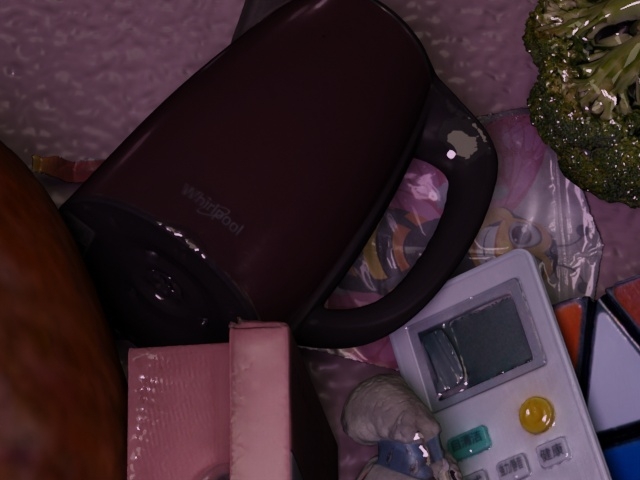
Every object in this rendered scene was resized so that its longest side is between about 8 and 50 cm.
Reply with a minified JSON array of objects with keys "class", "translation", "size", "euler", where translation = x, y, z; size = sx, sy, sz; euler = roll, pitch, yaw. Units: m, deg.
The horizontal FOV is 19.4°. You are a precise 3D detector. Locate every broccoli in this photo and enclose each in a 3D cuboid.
[{"class":"broccoli","translation":[0.193,-0.092,1.163],"size":[0.146,0.138,0.162],"euler":[-6,45,-49]}]

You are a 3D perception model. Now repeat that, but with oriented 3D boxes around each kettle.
[{"class":"kettle","translation":[-0.010,-0.034,1.090],"size":[0.202,0.144,0.232],"euler":[36,61,5]}]

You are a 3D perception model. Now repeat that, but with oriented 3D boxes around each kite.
[{"class":"kite","translation":[0.000,0.002,1.164],"size":[0.360,0.022,0.204],"euler":[3,66,-7]}]

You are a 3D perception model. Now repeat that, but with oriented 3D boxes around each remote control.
[{"class":"remote control","translation":[0.125,0.155,1.072],"size":[0.103,0.051,0.293],"euler":[-26,70,23]}]

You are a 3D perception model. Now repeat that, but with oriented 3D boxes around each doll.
[{"class":"doll","translation":[0.053,0.173,1.041],"size":[0.071,0.103,0.214],"euler":[4,70,-26]}]

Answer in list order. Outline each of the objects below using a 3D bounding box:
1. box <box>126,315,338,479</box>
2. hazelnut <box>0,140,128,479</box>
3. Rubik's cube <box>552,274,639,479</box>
[{"class":"box","translation":[-0.041,0.175,0.977],"size":[0.086,0.215,0.215],"euler":[-4,67,5]},{"class":"hazelnut","translation":[-0.279,0.094,0.941],"size":[0.359,0.359,0.409],"euler":[-18,61,-12]},{"class":"Rubik's cube","translation":[0.270,0.150,1.063],"size":[0.250,0.284,0.234],"euler":[18,64,-37]}]
